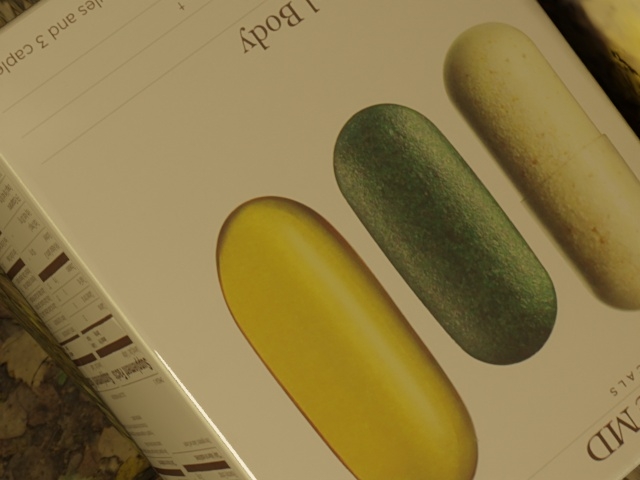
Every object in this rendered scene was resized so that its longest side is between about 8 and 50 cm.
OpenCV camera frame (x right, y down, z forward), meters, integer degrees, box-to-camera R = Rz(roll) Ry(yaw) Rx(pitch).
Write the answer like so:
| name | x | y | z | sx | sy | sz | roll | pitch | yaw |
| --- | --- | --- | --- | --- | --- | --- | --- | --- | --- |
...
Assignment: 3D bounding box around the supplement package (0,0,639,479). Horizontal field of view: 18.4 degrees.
| name | x | y | z | sx | sy | sz | roll | pitch | yaw |
| --- | --- | --- | --- | --- | --- | --- | --- | --- | --- |
| supplement package | 0.000 | 0.000 | 0.791 | 0.263 | 0.199 | 0.198 | 53 | 165 | -3 |
